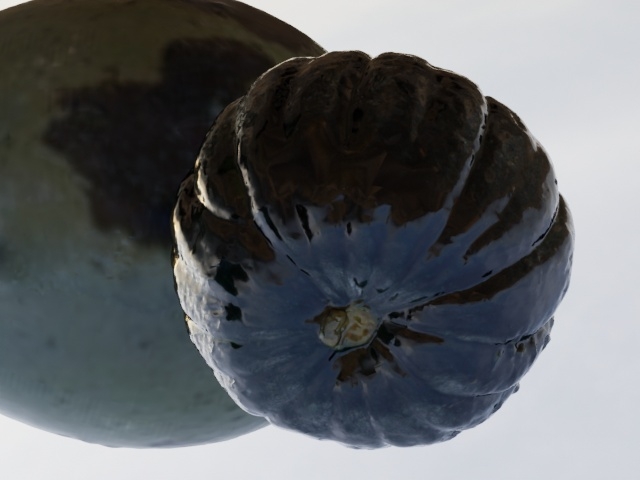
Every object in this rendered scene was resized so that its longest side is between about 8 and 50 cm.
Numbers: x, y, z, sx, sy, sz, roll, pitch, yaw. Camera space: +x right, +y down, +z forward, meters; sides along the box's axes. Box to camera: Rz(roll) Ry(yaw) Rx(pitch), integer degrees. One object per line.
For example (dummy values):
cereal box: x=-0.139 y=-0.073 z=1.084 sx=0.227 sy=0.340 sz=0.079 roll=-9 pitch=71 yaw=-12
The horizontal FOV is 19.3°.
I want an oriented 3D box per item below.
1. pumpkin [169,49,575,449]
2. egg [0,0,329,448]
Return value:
pumpkin: x=0.027 y=0.007 z=1.005 sx=0.220 sy=0.221 sz=0.162 roll=-6 pitch=-149 yaw=14
egg: x=-0.145 y=-0.020 z=1.401 sx=0.427 sy=0.345 sz=0.345 roll=9 pitch=-166 yaw=-9
